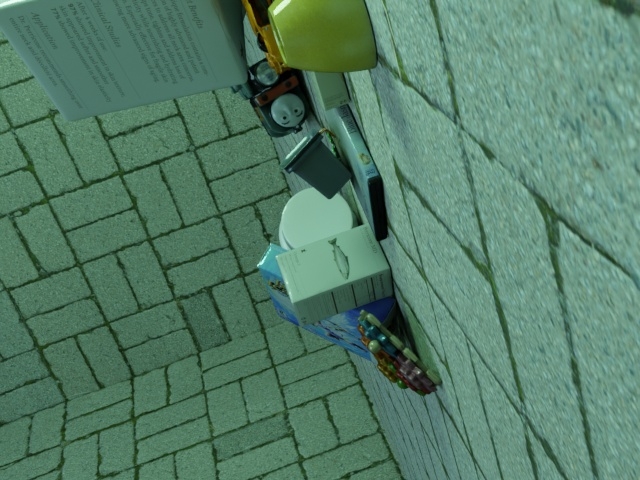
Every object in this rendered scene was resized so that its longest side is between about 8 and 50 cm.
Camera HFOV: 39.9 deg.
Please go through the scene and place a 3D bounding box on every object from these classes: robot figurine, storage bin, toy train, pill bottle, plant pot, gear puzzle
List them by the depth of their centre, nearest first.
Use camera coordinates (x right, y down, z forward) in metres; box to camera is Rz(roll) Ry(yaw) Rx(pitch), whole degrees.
[{"bbox_3d":[-0.004,-0.244,0.998,0.134,0.095,0.134,160,90,-87],"label":"plant pot"},{"bbox_3d":[0.000,-0.123,1.417,0.091,0.098,0.135,42,-178,-10],"label":"storage bin"},{"bbox_3d":[-0.099,-0.435,1.516,0.211,0.085,0.291,-134,24,-81],"label":"robot figurine"},{"bbox_3d":[0.119,0.214,1.548,0.175,0.044,0.339,43,171,9],"label":"gear puzzle"},{"bbox_3d":[0.030,-0.163,1.593,0.023,0.017,0.083,-90,-18,-70],"label":"toy train"},{"bbox_3d":[0.000,0.000,1.788,0.283,0.161,0.161,84,166,-74],"label":"pill bottle"},{"bbox_3d":[-0.102,-0.319,1.924,0.190,0.142,0.334,59,177,-10],"label":"toy train"}]

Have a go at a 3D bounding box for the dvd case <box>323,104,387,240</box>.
[{"bbox_3d":[0.048,-0.142,1.384,0.180,0.022,0.253,76,173,-60],"label":"dvd case"}]

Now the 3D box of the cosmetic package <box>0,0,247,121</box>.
[{"bbox_3d":[-0.377,-0.486,1.721,0.329,0.394,0.327,70,-169,-57],"label":"cosmetic package"}]

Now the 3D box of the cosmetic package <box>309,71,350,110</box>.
[{"bbox_3d":[0.004,-0.252,1.273,0.060,0.041,0.115,-115,6,-60],"label":"cosmetic package"}]

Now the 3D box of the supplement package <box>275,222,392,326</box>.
[{"bbox_3d":[0.026,0.062,1.559,0.105,0.179,0.105,75,174,-58],"label":"supplement package"}]

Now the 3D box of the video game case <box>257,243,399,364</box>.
[{"bbox_3d":[0.022,0.134,1.724,0.270,0.061,0.244,24,157,19],"label":"video game case"}]

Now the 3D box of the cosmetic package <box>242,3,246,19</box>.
[{"bbox_3d":[-0.254,-0.528,2.012,0.153,0.129,0.296,81,-162,-55],"label":"cosmetic package"}]
